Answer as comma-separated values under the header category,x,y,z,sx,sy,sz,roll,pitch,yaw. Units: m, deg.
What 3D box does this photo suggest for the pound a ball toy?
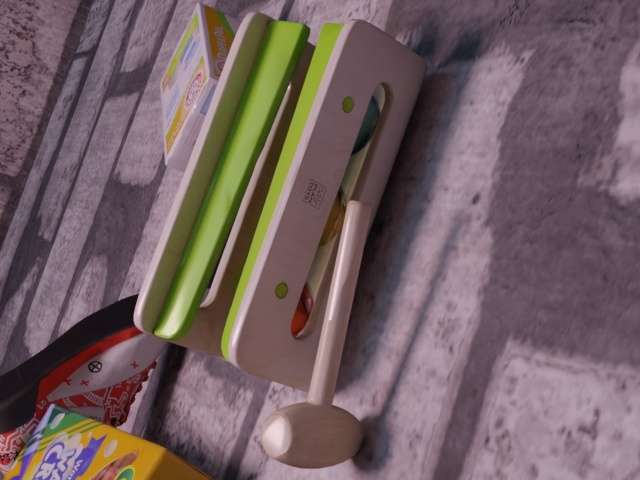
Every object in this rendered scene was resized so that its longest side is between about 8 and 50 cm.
category,x,y,z,sx,sy,sz,roll,pitch,yaw
pound a ball toy,0.000,0.000,0.918,0.208,0.135,0.319,14,82,43

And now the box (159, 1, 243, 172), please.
category,x,y,z,sx,sy,sz,roll,pitch,yaw
box,-0.102,-0.154,1.297,0.114,0.103,0.203,-59,23,25

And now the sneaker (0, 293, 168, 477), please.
category,x,y,z,sx,sy,sz,roll,pitch,yaw
sneaker,-0.233,0.168,1.285,0.090,0.145,0.270,7,32,46

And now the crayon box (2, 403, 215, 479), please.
category,x,y,z,sx,sy,sz,roll,pitch,yaw
crayon box,-0.204,0.266,1.047,0.323,0.083,0.203,2,57,57

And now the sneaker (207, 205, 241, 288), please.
category,x,y,z,sx,sy,sz,roll,pitch,yaw
sneaker,-0.060,-0.036,1.108,0.226,0.086,0.163,-63,19,13
